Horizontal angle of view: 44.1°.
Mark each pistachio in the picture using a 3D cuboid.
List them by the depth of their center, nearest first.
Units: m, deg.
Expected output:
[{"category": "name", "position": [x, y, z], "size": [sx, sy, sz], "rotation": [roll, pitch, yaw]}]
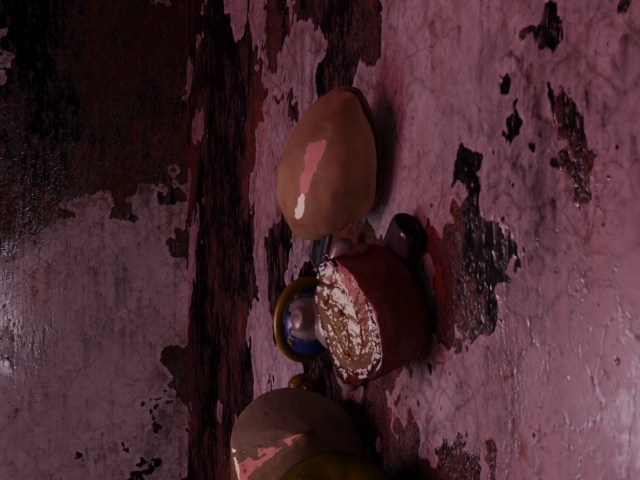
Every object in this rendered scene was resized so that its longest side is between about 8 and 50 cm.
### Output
[{"category": "pistachio", "position": [0.021, -0.147, 1.565], "size": [0.193, 0.213, 0.318], "rotation": [-36, -40, -67]}]

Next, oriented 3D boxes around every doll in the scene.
[{"category": "doll", "position": [-0.009, 0.139, 1.696], "size": [0.242, 0.159, 0.311], "rotation": [-153, 68, -69]}]

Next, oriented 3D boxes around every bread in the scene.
[{"category": "bread", "position": [0.085, 0.123, 1.399], "size": [0.190, 0.123, 0.245], "rotation": [-15, 94, 54]}]

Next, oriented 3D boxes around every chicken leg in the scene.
[{"category": "chicken leg", "position": [-0.037, 0.411, 1.901], "size": [0.101, 0.085, 0.208], "rotation": [43, 141, 45]}]

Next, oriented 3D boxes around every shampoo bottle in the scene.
[{"category": "shampoo bottle", "position": [0.130, 0.058, 1.466], "size": [0.087, 0.049, 0.234], "rotation": [-114, 30, -42]}]

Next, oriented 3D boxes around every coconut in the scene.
[{"category": "coconut", "position": [-0.052, 0.463, 1.649], "size": [0.328, 0.328, 0.329], "rotation": [180, 90, -70]}]

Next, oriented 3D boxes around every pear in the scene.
[{"category": "pear", "position": [0.038, 0.520, 1.402], "size": [0.294, 0.294, 0.295], "rotation": [180, 90, -70]}]

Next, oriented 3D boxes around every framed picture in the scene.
[{"category": "framed picture", "position": [0.000, 0.000, 1.886], "size": [0.109, 0.011, 0.149], "rotation": [-122, 38, -56]}]
